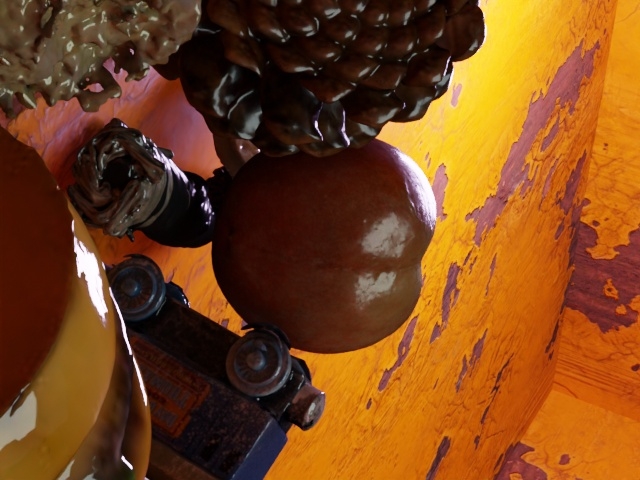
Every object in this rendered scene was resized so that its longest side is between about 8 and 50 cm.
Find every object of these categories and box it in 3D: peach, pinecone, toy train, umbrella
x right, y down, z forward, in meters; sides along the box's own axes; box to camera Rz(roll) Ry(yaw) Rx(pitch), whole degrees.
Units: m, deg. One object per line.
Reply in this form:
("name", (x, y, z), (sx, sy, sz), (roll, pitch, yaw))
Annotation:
("peach", (0.000, 0.000, 1.926), (0.252, 0.252, 0.252), (-52, 154, -40))
("pinecone", (-0.025, -0.249, 1.792), (0.384, 0.384, 0.384), (-52, 154, -40))
("pinecone", (-0.096, -0.044, 2.097), (0.109, 0.102, 0.102), (29, 81, -46))
("toy train", (-0.151, 0.153, 1.844), (0.202, 0.300, 0.131), (-57, 159, -11))
("umbrella", (-0.184, -0.045, 1.888), (0.113, 0.106, 0.358), (-60, 167, -1))

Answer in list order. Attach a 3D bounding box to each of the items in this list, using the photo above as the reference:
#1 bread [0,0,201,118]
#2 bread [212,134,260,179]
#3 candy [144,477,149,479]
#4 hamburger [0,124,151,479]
("bread", (-0.218, -0.228, 1.464), (0.274, 0.149, 0.274), (-31, 150, -20))
("bread", (-0.041, -0.157, 2.084), (0.286, 0.056, 0.207), (10, 72, -56))
("candy", (-0.236, 0.354, 1.964), (0.295, 0.185, 0.295), (-43, 141, -47))
("hamburger", (-0.303, 0.113, 1.264), (0.395, 0.396, 0.277), (-59, 157, -28))
